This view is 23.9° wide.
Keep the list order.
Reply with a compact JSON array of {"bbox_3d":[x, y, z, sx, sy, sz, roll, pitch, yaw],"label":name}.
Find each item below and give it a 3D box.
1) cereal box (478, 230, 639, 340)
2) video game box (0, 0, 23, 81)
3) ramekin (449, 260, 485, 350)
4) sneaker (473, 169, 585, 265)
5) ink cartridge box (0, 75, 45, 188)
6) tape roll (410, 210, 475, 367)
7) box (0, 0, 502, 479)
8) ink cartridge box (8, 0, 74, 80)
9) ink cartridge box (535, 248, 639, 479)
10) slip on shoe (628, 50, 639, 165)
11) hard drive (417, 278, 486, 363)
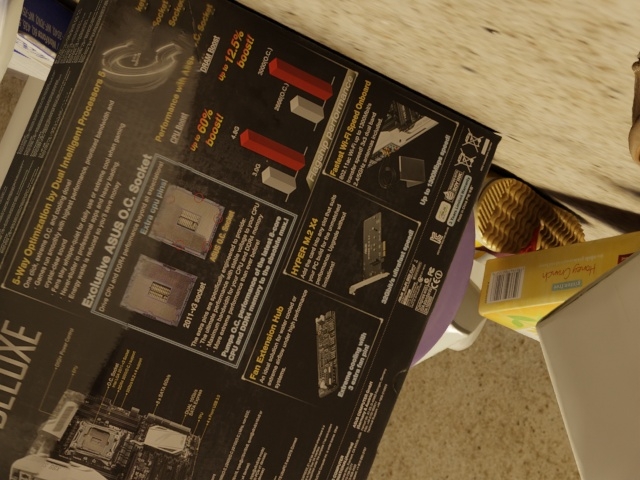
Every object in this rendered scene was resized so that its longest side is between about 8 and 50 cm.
[{"bbox_3d":[0.253,0.061,1.047,0.240,0.047,0.173,24,157,-34],"label":"cereal box"},{"bbox_3d":[-0.260,-0.161,0.855,0.187,0.048,0.205,23,163,-10],"label":"video game box"},{"bbox_3d":[0.046,-0.005,1.372,0.277,0.135,0.277,23,180,0],"label":"ramekin"},{"bbox_3d":[0.130,-0.012,1.112,0.084,0.070,0.185,23,171,35],"label":"sneaker"},{"bbox_3d":[-0.178,-0.064,1.598,0.197,0.198,0.270,24,180,36],"label":"ink cartridge box"},{"bbox_3d":[0.000,0.000,0.974,0.189,0.189,0.080,24,180,-27],"label":"tape roll"},{"bbox_3d":[-0.065,0.035,0.827,0.242,0.307,0.076,23,176,-24],"label":"box"},{"bbox_3d":[-0.278,-0.185,1.120,0.307,0.072,0.303,19,177,14],"label":"ink cartridge box"},{"bbox_3d":[0.287,0.144,0.871,0.306,0.131,0.226,23,-139,-37],"label":"ink cartridge box"},{"bbox_3d":[0.120,-0.035,0.397,0.051,0.041,0.135,24,179,-20],"label":"slip on shoe"},{"bbox_3d":[-0.010,0.030,1.196,0.203,0.040,0.307,49,152,-1],"label":"hard drive"}]
